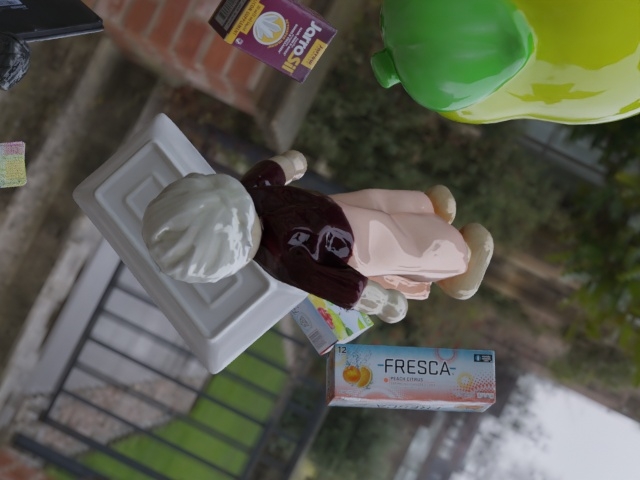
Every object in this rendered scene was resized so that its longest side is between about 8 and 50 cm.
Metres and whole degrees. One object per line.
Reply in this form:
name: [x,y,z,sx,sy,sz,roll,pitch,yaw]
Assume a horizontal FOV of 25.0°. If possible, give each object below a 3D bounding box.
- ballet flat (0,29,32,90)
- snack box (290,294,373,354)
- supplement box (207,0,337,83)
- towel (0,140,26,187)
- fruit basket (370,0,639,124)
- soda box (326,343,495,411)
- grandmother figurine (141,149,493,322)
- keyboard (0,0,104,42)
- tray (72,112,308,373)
ballet flat: [-0.333,-0.165,1.294,0.049,0.173,0.057,-60,141,-32]
snack box: [-0.008,0.063,1.747,0.037,0.141,0.100,-40,170,25]
supplement box: [-0.038,-0.170,1.150,0.055,0.083,0.043,-56,-144,12]
towel: [-0.428,-0.099,1.909,0.009,0.083,0.060,16,-69,55]
fruit basket: [0.211,-0.197,0.847,0.392,0.392,0.283,-59,168,-59]
soda box: [0.099,0.152,1.597,0.058,0.183,0.063,118,-26,-71]
grandmother figurine: [0.000,0.000,1.229,0.342,0.208,0.104,4,117,-42]
keyboard: [-0.401,-0.292,1.684,0.033,0.201,0.317,-53,169,23]
tray: [-0.149,0.000,1.585,0.145,0.270,0.030,-41,167,6]
